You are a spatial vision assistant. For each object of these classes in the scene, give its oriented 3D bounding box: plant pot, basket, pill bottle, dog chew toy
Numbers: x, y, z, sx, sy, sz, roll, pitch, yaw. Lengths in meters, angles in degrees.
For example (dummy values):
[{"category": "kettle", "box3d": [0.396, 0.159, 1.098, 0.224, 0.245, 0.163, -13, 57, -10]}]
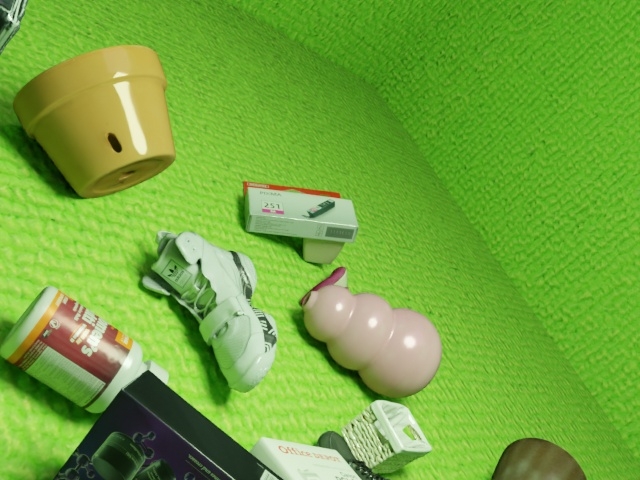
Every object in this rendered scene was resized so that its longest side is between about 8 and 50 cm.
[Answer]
[{"category": "plant pot", "box3d": [-0.406, -0.213, 1.504, 0.204, 0.290, 0.291, 65, 25, 4]}, {"category": "plant pot", "box3d": [0.000, 0.000, 2.013, 0.108, 0.096, 0.109, 8, 33, -10]}, {"category": "basket", "box3d": [0.131, 0.398, 1.569, 0.167, 0.103, 0.113, 28, 27, -58]}, {"category": "plant pot", "box3d": [0.455, 0.591, 1.745, 0.215, 0.215, 0.230, 50, 38, 11]}, {"category": "pill bottle", "box3d": [-0.340, 0.174, 1.144, 0.221, 0.121, 0.121, 38, 24, -17]}, {"category": "dog chew toy", "box3d": [0.107, 0.212, 1.761, 0.331, 0.207, 0.207, 32, 26, -13]}]

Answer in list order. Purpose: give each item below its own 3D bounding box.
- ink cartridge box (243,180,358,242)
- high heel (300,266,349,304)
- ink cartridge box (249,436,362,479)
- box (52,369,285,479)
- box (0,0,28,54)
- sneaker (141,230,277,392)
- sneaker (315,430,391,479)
[{"category": "ink cartridge box", "box3d": [-0.056, -0.095, 1.990, 0.274, 0.060, 0.239, 6, 35, -13]}, {"category": "high heel", "box3d": [0.010, 0.119, 1.932, 0.117, 0.082, 0.244, -2, 17, 0]}, {"category": "ink cartridge box", "box3d": [0.014, 0.423, 1.117, 0.283, 0.117, 0.207, 42, 9, 39]}, {"category": "box", "box3d": [-0.190, 0.326, 1.008, 0.261, 0.184, 0.103, 38, 10, 3]}, {"category": "box", "box3d": [-0.594, -0.278, 0.996, 0.297, 0.480, 0.472, 31, 27, -29]}, {"category": "sneaker", "box3d": [-0.212, 0.117, 1.448, 0.210, 0.137, 0.366, 30, 23, -32]}, {"category": "sneaker", "box3d": [0.087, 0.455, 1.432, 0.101, 0.106, 0.267, 11, 40, -52]}]
